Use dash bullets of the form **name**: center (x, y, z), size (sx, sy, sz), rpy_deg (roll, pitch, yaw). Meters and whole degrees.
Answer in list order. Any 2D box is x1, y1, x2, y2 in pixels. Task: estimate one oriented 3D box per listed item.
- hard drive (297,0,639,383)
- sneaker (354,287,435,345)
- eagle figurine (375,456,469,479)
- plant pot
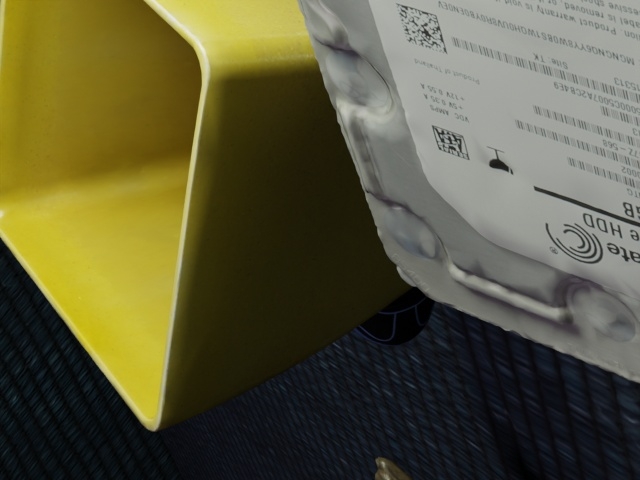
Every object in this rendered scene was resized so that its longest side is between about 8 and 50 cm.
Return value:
- **hard drive**: center (0.090, -0.078, 0.667), size (0.237, 0.064, 0.339), rpy_deg (23, 149, 36)
- **sneaker**: center (0.039, 0.001, 1.183), size (0.090, 0.081, 0.232), rpy_deg (56, 169, 42)
- **eagle figurine**: center (0.041, 0.313, 1.361), size (0.225, 0.298, 0.226), rpy_deg (20, -170, -15)
- **plant pot**: center (-0.039, -0.060, 0.992), size (0.212, 0.187, 0.212), rpy_deg (46, 136, 43)
